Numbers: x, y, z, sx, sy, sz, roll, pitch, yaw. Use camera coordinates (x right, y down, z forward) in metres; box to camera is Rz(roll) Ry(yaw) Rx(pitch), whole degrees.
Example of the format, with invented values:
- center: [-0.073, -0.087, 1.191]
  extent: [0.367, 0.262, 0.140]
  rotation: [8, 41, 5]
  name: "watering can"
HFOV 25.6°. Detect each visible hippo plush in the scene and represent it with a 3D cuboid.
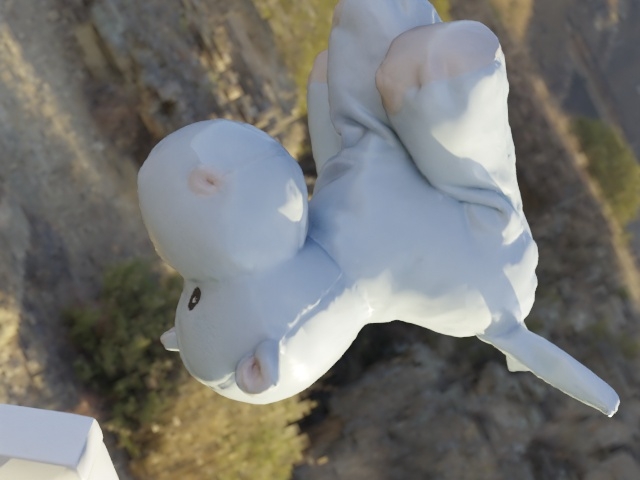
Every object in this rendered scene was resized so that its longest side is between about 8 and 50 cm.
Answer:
- center: [0.000, 0.000, 0.908]
  extent: [0.234, 0.236, 0.294]
  rotation: [24, -44, 68]
  name: "hippo plush"

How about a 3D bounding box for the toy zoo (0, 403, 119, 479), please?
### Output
- center: [-0.172, 0.161, 0.678]
  extent: [0.030, 0.192, 0.293]
  rotation: [-74, 157, -47]
  name: "toy zoo"
